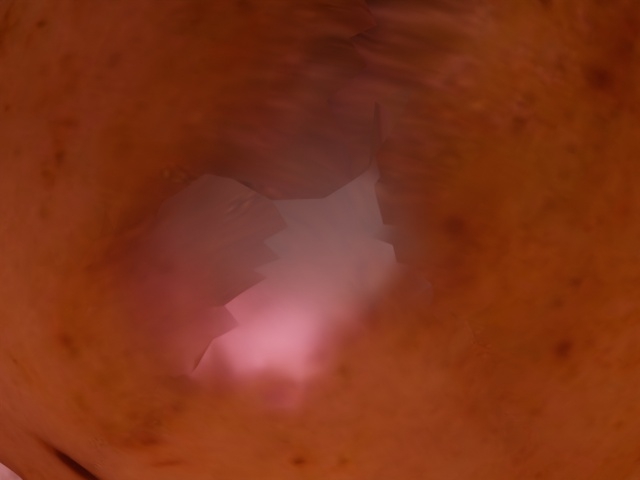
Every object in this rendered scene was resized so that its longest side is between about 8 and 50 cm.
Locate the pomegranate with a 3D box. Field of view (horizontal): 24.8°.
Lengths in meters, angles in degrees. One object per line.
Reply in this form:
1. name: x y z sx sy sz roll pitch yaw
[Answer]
1. pomegranate: 0.006 -0.018 0.482 0.307 0.307 0.307 -2 105 -8
